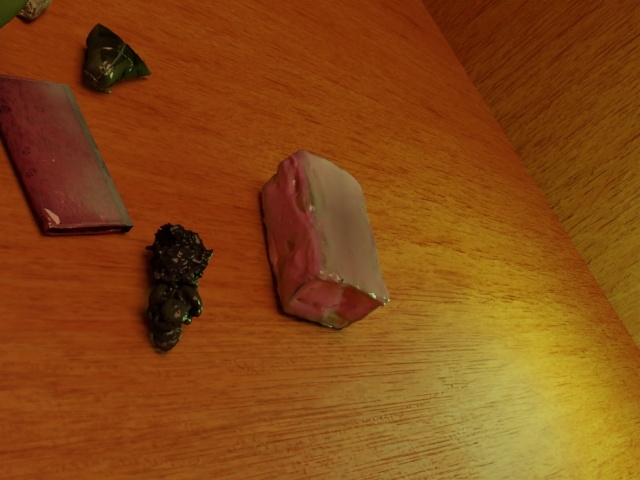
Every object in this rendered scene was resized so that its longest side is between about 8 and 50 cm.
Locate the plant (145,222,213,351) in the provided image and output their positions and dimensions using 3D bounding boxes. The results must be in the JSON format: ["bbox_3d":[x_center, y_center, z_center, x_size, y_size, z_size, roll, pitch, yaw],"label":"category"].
[{"bbox_3d":[-0.175,0.050,0.804,0.087,0.085,0.174,-1,50,-4],"label":"plant"}]

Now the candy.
[{"bbox_3d":[0.000,0.000,1.048,0.155,0.115,0.265,27,40,-38],"label":"candy"}]

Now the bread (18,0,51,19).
[{"bbox_3d":[-0.433,-0.359,0.947,0.083,0.035,0.070,37,32,-15],"label":"bread"}]

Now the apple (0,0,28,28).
[{"bbox_3d":[-0.450,-0.363,0.644,0.357,0.357,0.357,33,35,-27],"label":"apple"}]

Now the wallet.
[{"bbox_3d":[-0.328,-0.108,0.820,0.119,0.025,0.232,-4,60,-54],"label":"wallet"}]

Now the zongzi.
[{"bbox_3d":[-0.299,-0.253,0.994,0.119,0.055,0.109,35,35,-44],"label":"zongzi"}]
